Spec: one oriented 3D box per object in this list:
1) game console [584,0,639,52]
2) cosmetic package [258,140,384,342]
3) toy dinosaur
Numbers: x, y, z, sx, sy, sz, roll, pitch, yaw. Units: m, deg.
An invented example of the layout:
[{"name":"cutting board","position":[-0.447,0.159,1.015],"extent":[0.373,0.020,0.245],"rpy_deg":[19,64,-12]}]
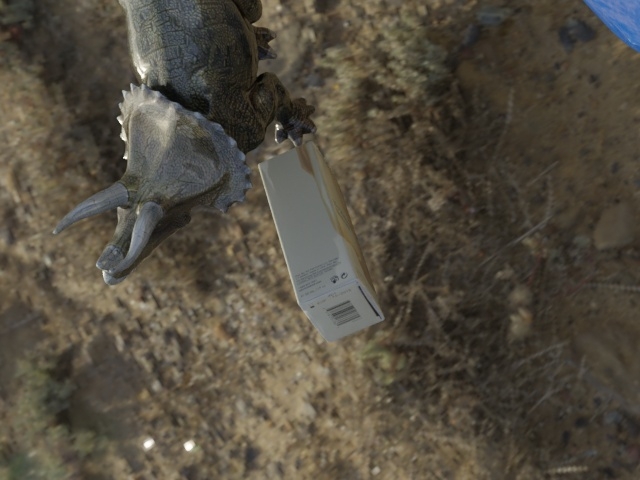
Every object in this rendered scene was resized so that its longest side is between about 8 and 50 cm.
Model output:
[{"name":"game console","position":[0.130,-0.157,0.261],"extent":[0.173,0.293,0.250],"rpy_deg":[-52,36,3]},{"name":"cosmetic package","position":[0.000,0.000,0.727],"extent":[0.041,0.060,0.115],"rpy_deg":[-23,55,8]},{"name":"toy dinosaur","position":[-0.077,-0.127,0.683],"extent":[0.121,0.160,0.313],"rpy_deg":[-6,79,8]}]
